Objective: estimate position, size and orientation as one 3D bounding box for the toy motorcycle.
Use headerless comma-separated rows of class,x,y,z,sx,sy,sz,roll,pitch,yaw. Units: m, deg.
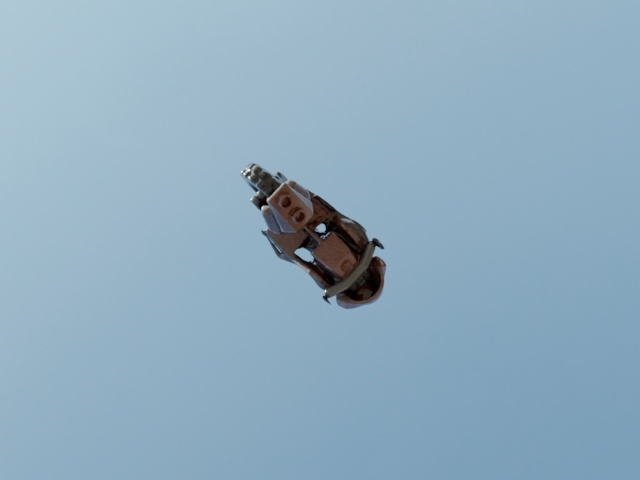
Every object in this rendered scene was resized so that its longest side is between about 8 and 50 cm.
toy motorcycle,0.000,0.000,1.090,0.084,0.118,0.212,-46,-49,-4
